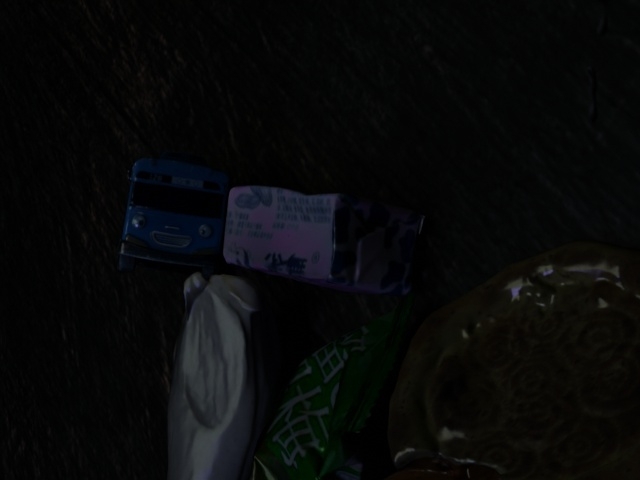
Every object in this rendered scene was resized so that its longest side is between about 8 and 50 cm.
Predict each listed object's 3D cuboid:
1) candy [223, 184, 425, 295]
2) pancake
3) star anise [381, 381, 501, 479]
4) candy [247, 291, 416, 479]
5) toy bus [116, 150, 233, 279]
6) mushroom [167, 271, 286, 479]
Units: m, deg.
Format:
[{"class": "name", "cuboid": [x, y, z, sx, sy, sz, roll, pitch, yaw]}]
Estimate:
[{"class": "candy", "cuboid": [0.000, 0.000, 1.132, 0.160, 0.092, 0.073, 8, 88, 55]}, {"class": "pancake", "cuboid": [0.144, 0.085, 0.900, 0.235, 0.029, 0.212, 13, 61, 48]}, {"class": "star anise", "cuboid": [0.108, 0.187, 0.946, 0.214, 0.099, 0.220, -21, 47, 45]}, {"class": "candy", "cuboid": [0.007, 0.141, 1.088, 0.203, 0.078, 0.141, -50, 22, 42]}, {"class": "toy bus", "cuboid": [-0.129, -0.019, 1.250, 0.185, 0.090, 0.106, 164, 116, -82]}, {"class": "mushroom", "cuboid": [-0.088, 0.202, 1.200, 0.109, 0.097, 0.351, -77, -6, -87]}]
